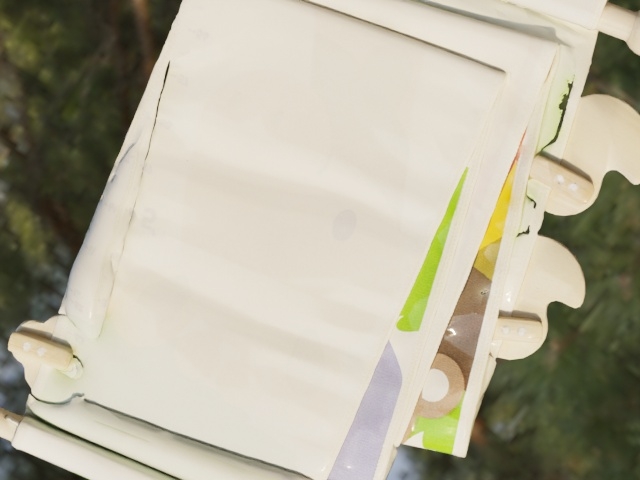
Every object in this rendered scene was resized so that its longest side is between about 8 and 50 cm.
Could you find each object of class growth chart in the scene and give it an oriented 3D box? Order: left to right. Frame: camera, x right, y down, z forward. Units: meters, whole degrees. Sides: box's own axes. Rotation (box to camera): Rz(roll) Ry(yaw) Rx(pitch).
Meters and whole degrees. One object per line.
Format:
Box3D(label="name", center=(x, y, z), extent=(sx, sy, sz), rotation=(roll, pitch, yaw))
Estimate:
Box3D(label="growth chart", center=(0.000, 0.000, 0.546), extent=(0.172, 0.237, 0.021), rotation=(28, -170, 0))
